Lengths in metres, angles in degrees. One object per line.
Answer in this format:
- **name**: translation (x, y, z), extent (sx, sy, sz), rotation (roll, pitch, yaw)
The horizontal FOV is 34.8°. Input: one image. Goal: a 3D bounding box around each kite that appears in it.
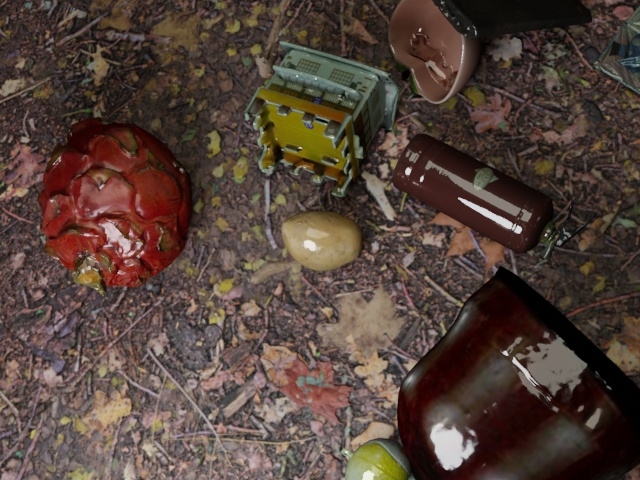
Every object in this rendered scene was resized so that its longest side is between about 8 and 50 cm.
- **kite**: translation (0.654, -0.345, 1.852), extent (0.314, 0.011, 0.335), rotation (-11, 71, 8)

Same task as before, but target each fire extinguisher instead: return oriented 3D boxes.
- **fire extinguisher**: translation (0.299, -0.075, 1.779), extent (0.337, 0.114, 0.135), rotation (31, 101, 20)

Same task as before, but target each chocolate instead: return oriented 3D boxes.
- **chocolate**: translation (0.297, 0.277, 1.565), extent (0.383, 0.384, 0.331), rotation (45, 101, 22)

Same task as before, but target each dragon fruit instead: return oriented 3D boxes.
- **dragon fruit**: translation (-0.370, -0.065, 1.850), extent (0.278, 0.277, 0.342), rotation (-4, 60, 11)

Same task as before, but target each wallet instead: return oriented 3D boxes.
- **wallet**: translation (0.339, -0.435, 1.845), extent (0.321, 0.044, 0.170), rotation (-14, 58, -35)

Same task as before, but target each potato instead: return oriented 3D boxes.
- **potato**: translation (0.003, 0.000, 1.832), extent (0.147, 0.112, 0.112), rotation (5, 73, 7)

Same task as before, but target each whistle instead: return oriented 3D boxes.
- **whistle**: translation (0.133, 0.397, 1.667), extent (0.223, 0.123, 0.123), rotation (31, 80, 6)

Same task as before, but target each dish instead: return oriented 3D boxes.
- **dish**: translation (0.225, -0.367, 1.893), extent (0.090, 0.213, 0.213), rotation (-19, 64, -30)

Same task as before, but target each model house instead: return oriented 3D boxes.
- **model house**: translation (0.003, -0.231, 1.858), extent (0.224, 0.198, 0.215), rotation (18, 64, 19)
